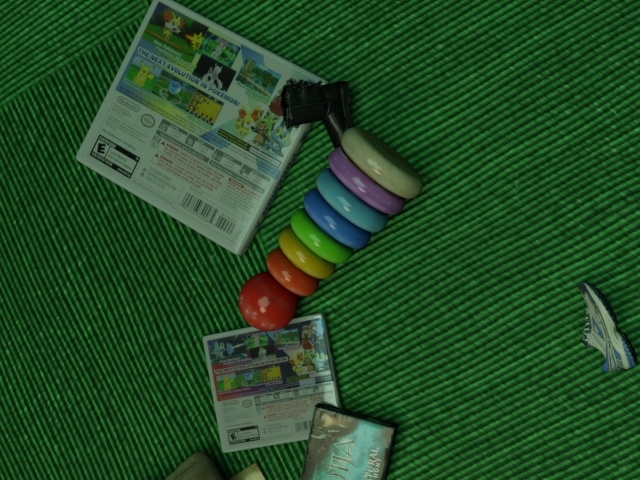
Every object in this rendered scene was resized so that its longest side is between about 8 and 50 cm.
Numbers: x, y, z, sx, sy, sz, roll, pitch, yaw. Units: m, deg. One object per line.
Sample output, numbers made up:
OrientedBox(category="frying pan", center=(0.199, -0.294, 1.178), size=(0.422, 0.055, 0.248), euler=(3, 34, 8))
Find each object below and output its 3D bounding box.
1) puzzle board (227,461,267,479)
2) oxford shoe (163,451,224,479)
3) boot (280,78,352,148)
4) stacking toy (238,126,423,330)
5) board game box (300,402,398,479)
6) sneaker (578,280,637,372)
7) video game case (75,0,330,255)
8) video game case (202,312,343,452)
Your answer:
OrientedBox(category="puzzle board", center=(-0.103, 0.419, 1.691), size=(0.096, 0.011, 0.128), euler=(-35, 78, 15))
OrientedBox(category="oxford shoe", center=(-0.269, 0.464, 1.707), size=(0.348, 0.123, 0.130), euler=(-39, 51, 14))
OrientedBox(category="boot", center=(-0.006, -0.181, 1.636), size=(0.099, 0.045, 0.121), euler=(-7, 99, -15))
OrientedBox(category="stacking toy", center=(0.000, 0.000, 1.619), size=(0.141, 0.141, 0.330), euler=(42, 105, 14))
OrientedBox(category="board game box", center=(0.035, 0.344, 1.627), size=(0.126, 0.026, 0.186), euler=(13, 99, 14))
OrientedBox(category="sneaker", center=(0.384, 0.122, 1.529), size=(0.058, 0.052, 0.135), euler=(-28, 80, 19))
OrientedBox(category="video game case", center=(-0.188, -0.184, 1.727), size=(0.329, 0.036, 0.300), euler=(30, 97, 17))
OrientedBox(category="video game case", center=(-0.072, 0.218, 1.683), size=(0.201, 0.023, 0.184), euler=(-12, 85, 18))
